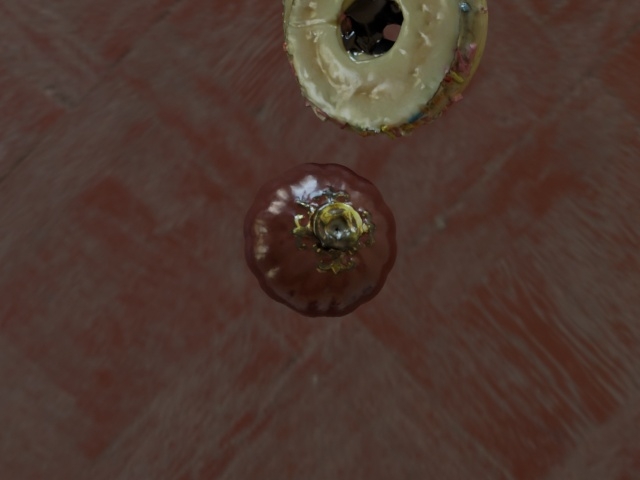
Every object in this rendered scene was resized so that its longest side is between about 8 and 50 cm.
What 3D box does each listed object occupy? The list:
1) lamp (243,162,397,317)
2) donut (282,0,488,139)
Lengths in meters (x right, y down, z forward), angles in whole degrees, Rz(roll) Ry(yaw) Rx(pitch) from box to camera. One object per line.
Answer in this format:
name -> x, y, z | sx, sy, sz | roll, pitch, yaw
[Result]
lamp -> 0.000, 0.000, 1.202 | 0.101, 0.090, 0.101 | 3, 77, -14
donut -> 0.052, -0.160, 1.403 | 0.174, 0.068, 0.175 | 2, 94, 34
